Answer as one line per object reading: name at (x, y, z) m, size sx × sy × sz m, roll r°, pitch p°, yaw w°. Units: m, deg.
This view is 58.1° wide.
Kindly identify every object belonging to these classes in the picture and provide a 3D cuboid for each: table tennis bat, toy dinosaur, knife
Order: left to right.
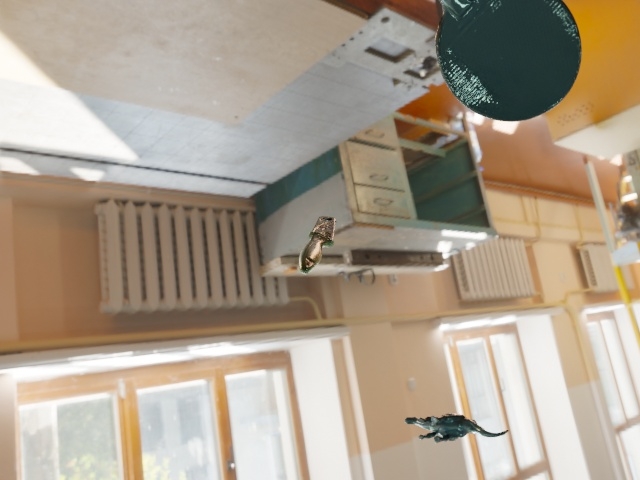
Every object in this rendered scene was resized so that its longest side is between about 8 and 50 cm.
knife at (0.000, 0.002, 0.900) m, size 0.043 × 0.020 × 0.293 m, roll 14°, pitch -163°, yaw 1°
toy dinosaur at (0.206, 0.301, 0.932) m, size 0.080 × 0.045 × 0.197 m, roll 3°, pitch 169°, yaw -42°
table tennis bat at (0.276, -0.339, 0.943) m, size 0.215 × 0.329 × 0.044 m, roll -44°, pitch -174°, yaw 26°
